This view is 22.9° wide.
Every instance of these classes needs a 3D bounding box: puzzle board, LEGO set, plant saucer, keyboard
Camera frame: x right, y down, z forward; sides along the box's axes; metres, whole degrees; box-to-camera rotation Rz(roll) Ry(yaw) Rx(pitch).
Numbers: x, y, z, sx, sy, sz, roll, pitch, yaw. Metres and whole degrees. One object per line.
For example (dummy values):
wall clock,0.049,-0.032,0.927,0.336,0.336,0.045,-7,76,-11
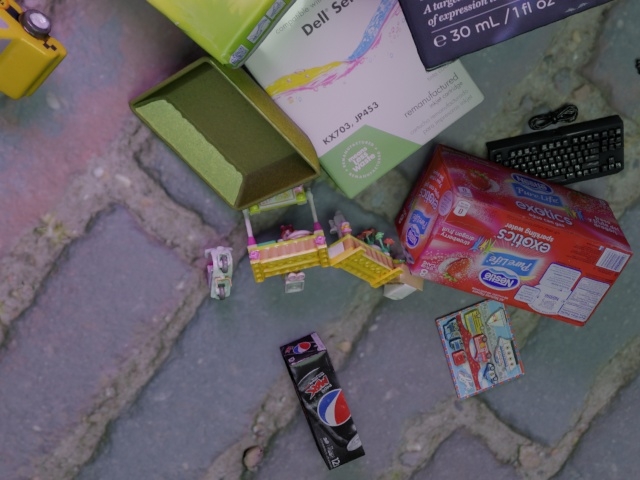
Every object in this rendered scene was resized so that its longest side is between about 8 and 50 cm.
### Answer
puzzle board,0.212,0.142,2.086,0.096,0.011,0.128,-21,116,-6
LEGO set,0.000,0.000,1.941,0.287,0.107,0.132,-1,146,-20
plant saucer,-0.102,-0.130,1.808,0.188,0.188,0.045,45,57,-17
keyboard,0.298,-0.116,1.999,0.180,0.023,0.108,-13,114,-11

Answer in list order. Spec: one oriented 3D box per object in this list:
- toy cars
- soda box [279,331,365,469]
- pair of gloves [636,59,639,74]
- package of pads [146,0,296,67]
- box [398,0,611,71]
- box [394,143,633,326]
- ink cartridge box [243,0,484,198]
toy cars,-0.387,-0.319,1.650,0.176,0.087,0.393,0,118,17
soda box,0.003,0.206,2.026,0.053,0.060,0.169,-23,116,-6
pair of gloves,0.440,-0.235,1.996,0.074,0.010,0.083,20,108,-23
package of pads,-0.130,-0.357,1.671,0.296,0.101,0.229,41,95,5
box,0.166,-0.420,1.564,0.293,0.212,0.395,-20,119,5
box,0.237,-0.005,1.959,0.257,0.122,0.128,17,121,-21
ink cartridge box,0.002,-0.249,1.807,0.207,0.119,0.353,-37,116,3
